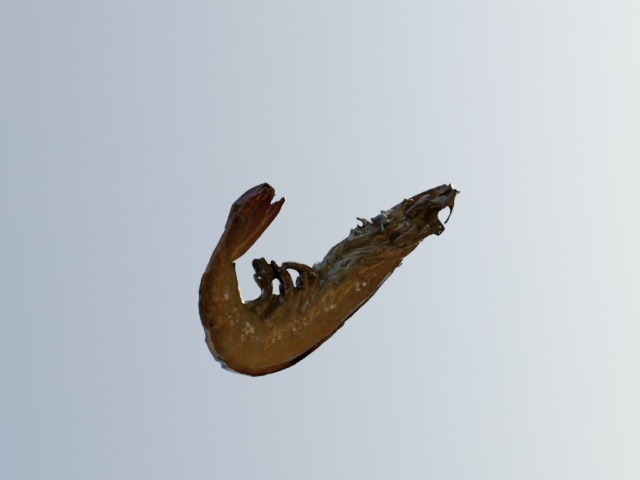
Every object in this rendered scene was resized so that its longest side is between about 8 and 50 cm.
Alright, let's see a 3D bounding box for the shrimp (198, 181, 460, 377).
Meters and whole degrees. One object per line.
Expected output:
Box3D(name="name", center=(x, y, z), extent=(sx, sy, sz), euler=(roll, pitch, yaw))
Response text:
Box3D(name="shrimp", center=(-0.001, -0.001, 0.974), extent=(0.178, 0.034, 0.124), euler=(-39, -47, -9))
